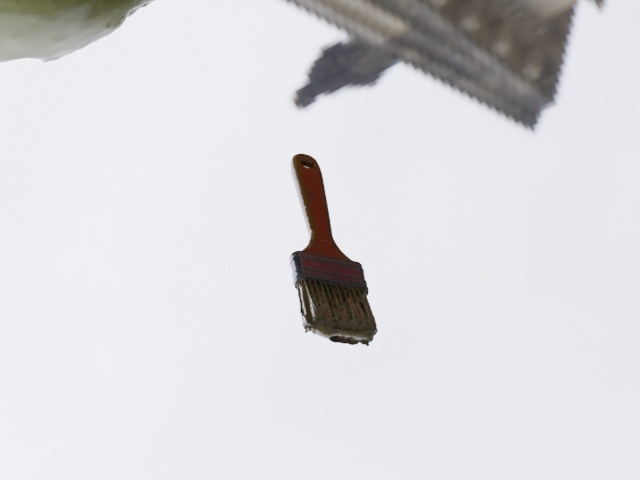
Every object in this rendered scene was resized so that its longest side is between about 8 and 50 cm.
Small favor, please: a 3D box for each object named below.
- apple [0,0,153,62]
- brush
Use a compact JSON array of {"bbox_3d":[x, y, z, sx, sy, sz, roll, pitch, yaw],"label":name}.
[{"bbox_3d":[-0.198,-0.215,1.096,0.279,0.279,0.279,16,-116,-36],"label":"apple"},{"bbox_3d":[0.000,0.000,1.108,0.043,0.014,0.170,12,-147,-17],"label":"brush"}]
